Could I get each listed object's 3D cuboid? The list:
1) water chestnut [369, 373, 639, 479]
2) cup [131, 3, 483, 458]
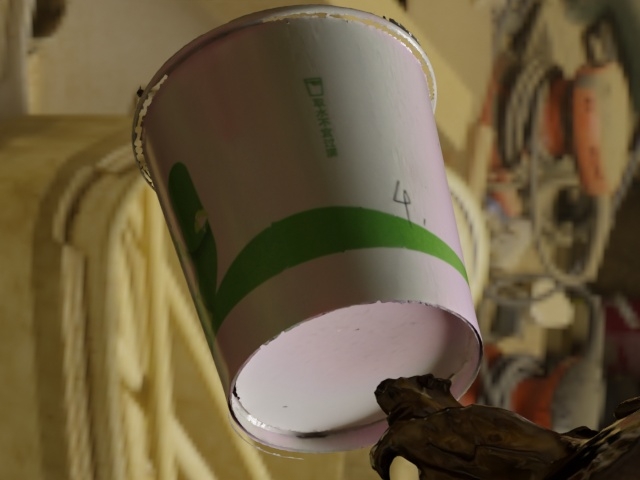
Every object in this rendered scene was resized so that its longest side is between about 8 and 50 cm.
[{"bbox_3d":[0.155,0.185,0.793,0.335,0.347,0.335,-29,154,-16],"label":"water chestnut"},{"bbox_3d":[0.000,0.000,1.251,0.253,0.253,0.274,47,21,-51],"label":"cup"}]
